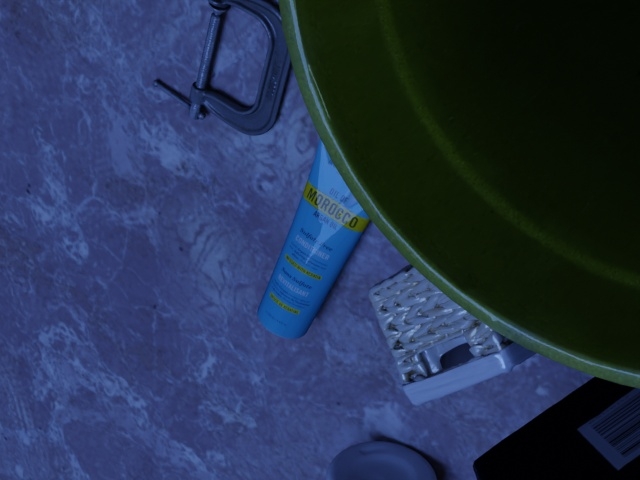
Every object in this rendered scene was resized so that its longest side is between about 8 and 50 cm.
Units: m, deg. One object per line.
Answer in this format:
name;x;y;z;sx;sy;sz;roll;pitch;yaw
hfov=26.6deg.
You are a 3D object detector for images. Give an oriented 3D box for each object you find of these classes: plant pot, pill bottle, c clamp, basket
plant pot;0.222;-0.166;0.695;0.366;0.353;0.367;16;123;26
pill bottle;0.053;0.297;1.322;0.108;0.108;0.180;22;126;27
c clamp;-0.088;-0.164;1.237;0.137;0.022;0.161;38;132;16
basket;0.133;0.044;1.086;0.113;0.167;0.103;-28;89;43

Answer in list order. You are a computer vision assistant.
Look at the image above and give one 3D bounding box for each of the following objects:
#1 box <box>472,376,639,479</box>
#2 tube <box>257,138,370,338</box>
box;0.344;0.280;0.784;0.297;0.480;0.472;-35;88;2
tube;0.000;0.000;1.247;0.080;0.052;0.207;30;124;8
